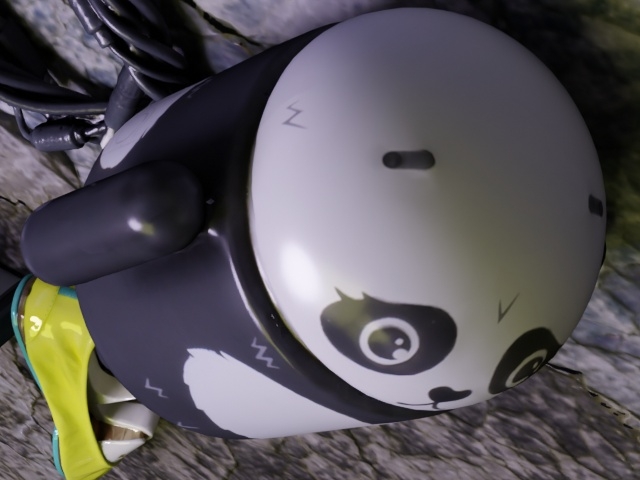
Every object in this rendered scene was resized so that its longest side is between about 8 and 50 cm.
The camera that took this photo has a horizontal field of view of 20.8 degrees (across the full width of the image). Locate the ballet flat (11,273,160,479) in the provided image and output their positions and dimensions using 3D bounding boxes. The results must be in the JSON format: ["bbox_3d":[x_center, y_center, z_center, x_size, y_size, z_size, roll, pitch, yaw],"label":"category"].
[{"bbox_3d":[-0.148,0.103,1.173,0.077,0.077,0.231,7,143,10],"label":"ballet flat"}]

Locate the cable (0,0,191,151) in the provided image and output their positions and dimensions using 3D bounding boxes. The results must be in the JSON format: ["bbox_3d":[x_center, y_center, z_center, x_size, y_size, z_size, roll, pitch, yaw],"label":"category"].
[{"bbox_3d":[-0.139,-0.108,0.868,0.150,0.047,0.184,13,144,32],"label":"cable"}]

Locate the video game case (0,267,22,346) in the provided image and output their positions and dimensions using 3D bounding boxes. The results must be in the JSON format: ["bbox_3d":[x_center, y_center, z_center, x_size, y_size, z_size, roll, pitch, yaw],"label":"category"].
[{"bbox_3d":[-0.352,0.044,1.087,0.248,0.275,0.035,27,123,10],"label":"video game case"}]

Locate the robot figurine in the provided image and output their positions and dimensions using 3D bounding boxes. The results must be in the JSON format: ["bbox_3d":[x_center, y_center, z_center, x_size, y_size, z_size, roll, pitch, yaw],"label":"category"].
[{"bbox_3d":[-0.001,0.002,0.767,0.278,0.209,0.173,-16,112,54],"label":"robot figurine"}]
